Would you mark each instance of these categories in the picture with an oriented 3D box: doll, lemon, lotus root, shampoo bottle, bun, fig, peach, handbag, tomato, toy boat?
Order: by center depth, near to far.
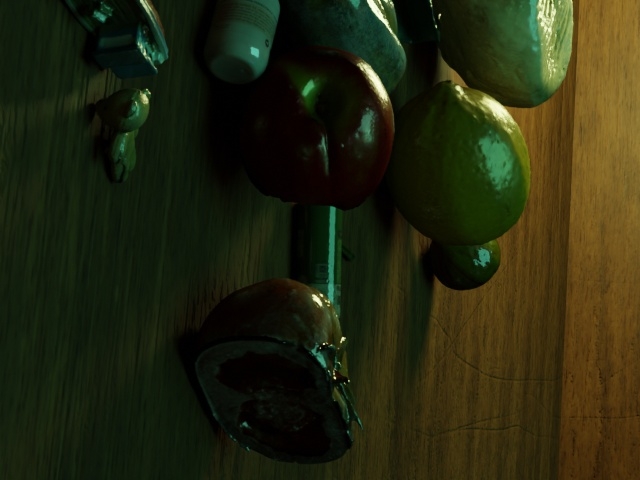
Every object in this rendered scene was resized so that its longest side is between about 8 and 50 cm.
[{"bbox_3d":[-0.191,-0.206,1.184,0.173,0.069,0.059,63,26,-59],"label":"toy boat"},{"bbox_3d":[-0.183,-0.100,1.234,0.061,0.051,0.093,-70,154,-54],"label":"doll"},{"bbox_3d":[-0.038,0.129,1.455,0.155,0.180,0.214,-77,160,-45],"label":"tomato"},{"bbox_3d":[-0.081,-0.270,1.465,0.074,0.074,0.192,59,36,-54],"label":"shampoo bottle"},{"bbox_3d":[-0.005,-0.121,1.509,0.196,0.190,0.226,54,-12,11],"label":"peach"},{"bbox_3d":[0.008,-0.285,1.605,0.322,0.140,0.158,49,30,-58],"label":"lotus root"},{"bbox_3d":[0.000,0.000,1.694,0.065,0.065,0.204,7,84,-69],"label":"shampoo bottle"},{"bbox_3d":[0.107,-0.448,1.845,0.238,0.089,0.326,-80,158,-68],"label":"handbag"},{"bbox_3d":[0.214,-0.113,2.024,0.263,0.236,0.236,53,32,-10],"label":"lemon"},{"bbox_3d":[0.223,-0.003,2.233,0.236,0.124,0.124,46,47,-42],"label":"fig"},{"bbox_3d":[0.306,-0.404,2.250,0.352,0.227,0.349,61,36,-48],"label":"bun"}]

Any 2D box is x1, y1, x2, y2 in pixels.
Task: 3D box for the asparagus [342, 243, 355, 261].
[{"bbox_3d":[0.027,0.010,1.833,0.114,0.014,0.015,38,39,-63],"label":"asparagus"}]
